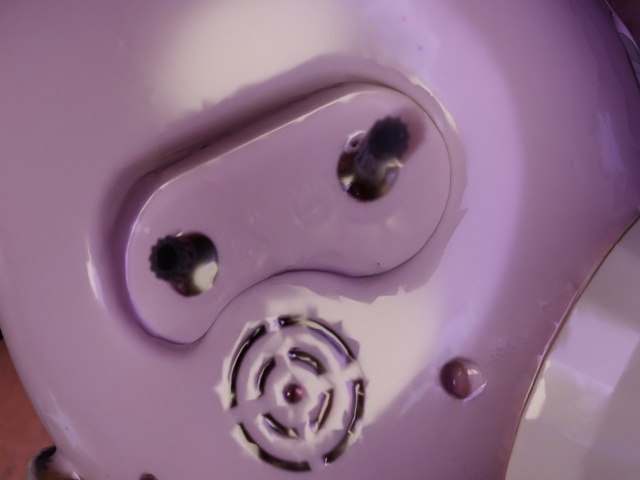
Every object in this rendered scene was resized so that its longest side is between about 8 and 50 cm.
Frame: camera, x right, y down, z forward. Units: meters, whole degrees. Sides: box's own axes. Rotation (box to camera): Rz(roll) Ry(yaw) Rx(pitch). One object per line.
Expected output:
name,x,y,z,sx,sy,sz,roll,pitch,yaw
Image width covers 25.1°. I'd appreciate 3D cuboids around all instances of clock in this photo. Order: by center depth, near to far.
clock,0.000,0.000,0.601,0.342,0.184,0.325,-24,78,31

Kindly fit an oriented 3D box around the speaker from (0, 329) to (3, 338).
speaker,-0.320,0.001,0.704,0.254,0.184,0.232,-32,78,9
